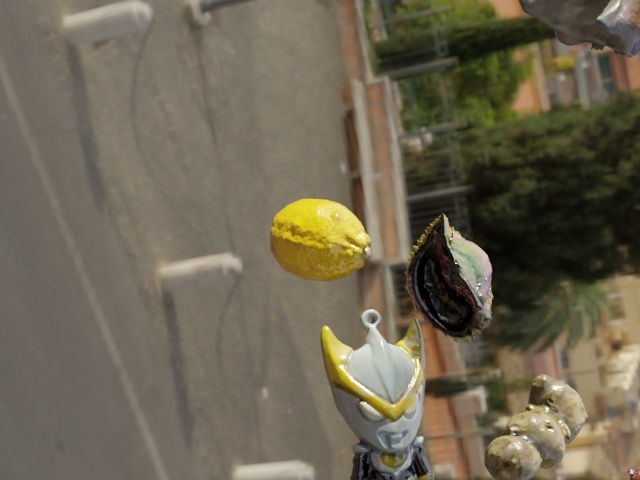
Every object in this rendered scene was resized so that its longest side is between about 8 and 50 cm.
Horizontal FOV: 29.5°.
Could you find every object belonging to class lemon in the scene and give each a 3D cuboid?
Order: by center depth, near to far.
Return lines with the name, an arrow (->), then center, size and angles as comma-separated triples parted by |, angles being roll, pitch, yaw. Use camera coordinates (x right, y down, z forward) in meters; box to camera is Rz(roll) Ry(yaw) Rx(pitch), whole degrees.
lemon -> 0.000, 0.000, 1.664 | 0.114, 0.155, 0.114 | -25, 119, -57

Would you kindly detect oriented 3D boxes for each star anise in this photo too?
star anise -> 0.350, -0.246, 1.144 | 0.331, 0.332, 0.117 | -58, 140, -59

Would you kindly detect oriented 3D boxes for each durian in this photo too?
durian -> 0.202, 0.065, 1.818 | 0.108, 0.119, 0.186 | -7, 70, -52

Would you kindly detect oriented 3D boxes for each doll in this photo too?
doll -> 0.087, 0.257, 1.770 | 0.103, 0.146, 0.316 | 33, 50, -78

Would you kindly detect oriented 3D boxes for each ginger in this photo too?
ginger -> 0.290, 0.264, 1.652 | 0.204, 0.080, 0.104 | -41, 102, -44

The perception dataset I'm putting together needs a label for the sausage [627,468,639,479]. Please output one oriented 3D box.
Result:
sausage -> 0.523, 0.397, 1.736 | 0.223, 0.029, 0.029 | 40, 30, -3
